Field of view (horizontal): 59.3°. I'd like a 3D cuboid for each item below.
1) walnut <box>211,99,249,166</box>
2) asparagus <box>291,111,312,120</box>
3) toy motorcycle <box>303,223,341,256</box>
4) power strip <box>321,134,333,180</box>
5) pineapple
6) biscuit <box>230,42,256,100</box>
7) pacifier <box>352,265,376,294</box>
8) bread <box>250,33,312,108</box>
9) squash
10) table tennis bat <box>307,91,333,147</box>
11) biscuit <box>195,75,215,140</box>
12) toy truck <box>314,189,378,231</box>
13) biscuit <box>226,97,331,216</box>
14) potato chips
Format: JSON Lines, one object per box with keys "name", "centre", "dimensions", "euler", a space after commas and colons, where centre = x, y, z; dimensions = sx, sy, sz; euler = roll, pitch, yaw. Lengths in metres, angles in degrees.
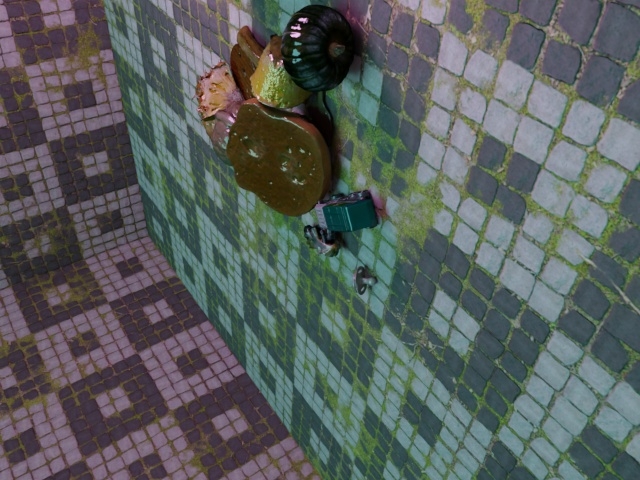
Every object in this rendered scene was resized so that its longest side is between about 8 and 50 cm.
{"name": "walnut", "centre": [-0.269, -0.374, 1.989], "dimensions": [0.248, 0.248, 0.248], "euler": [40, 143, 40]}
{"name": "asparagus", "centre": [-0.063, -0.405, 1.825], "dimensions": [0.163, 0.016, 0.016], "euler": [-143, 47, -58]}
{"name": "toy motorcycle", "centre": [0.001, 0.000, 1.957], "dimensions": [0.129, 0.094, 0.229], "euler": [67, 157, -5]}
{"name": "power strip", "centre": [-0.020, -0.282, 1.809], "dimensions": [0.216, 0.044, 0.137], "euler": [61, 155, 1]}
{"name": "pineapple", "centre": [-0.366, -0.535, 2.070], "dimensions": [0.114, 0.186, 0.236], "euler": [-163, 90, -82]}
{"name": "biscuit", "centre": [-0.266, -0.602, 2.020], "dimensions": [0.212, 0.036, 0.212], "euler": [43, 144, 41]}
{"name": "pacifier", "centre": [0.144, 0.135, 1.842], "dimensions": [0.078, 0.081, 0.099], "euler": [3, 117, 29]}
{"name": "bread", "centre": [-0.106, -0.491, 1.659], "dimensions": [0.197, 0.197, 0.170], "euler": [51, 143, 27]}
{"name": "squash", "centre": [-0.006, -0.497, 1.464], "dimensions": [0.172, 0.218, 0.218], "euler": [13, 129, 18]}
{"name": "table tennis bat", "centre": [-0.001, -0.393, 1.738], "dimensions": [0.131, 0.022, 0.234], "euler": [44, 146, 38]}
{"name": "biscuit", "centre": [-0.402, -0.519, 2.256], "dimensions": [0.296, 0.102, 0.296], "euler": [40, 141, 43]}
{"name": "toy truck", "centre": [0.081, -0.084, 1.724], "dimensions": [0.253, 0.124, 0.114], "euler": [4, 112, 57]}
{"name": "biscuit", "centre": [-0.133, -0.256, 1.807], "dimensions": [0.365, 0.062, 0.385], "euler": [28, 138, 8]}
{"name": "potato chips", "centre": [-0.177, -0.582, 1.842], "dimensions": [0.407, 0.080, 0.057], "euler": [51, 139, 25]}
